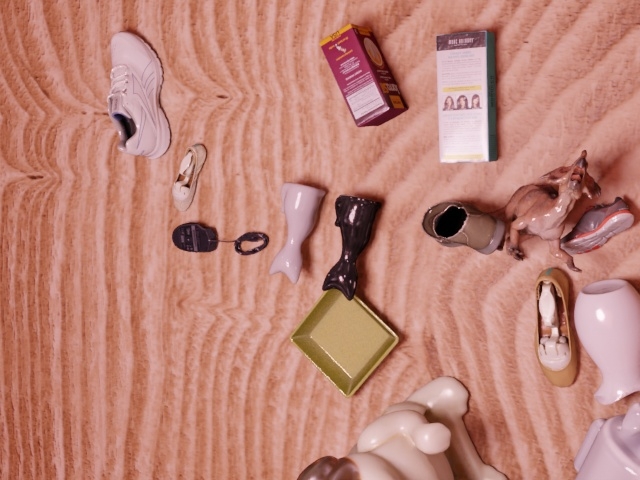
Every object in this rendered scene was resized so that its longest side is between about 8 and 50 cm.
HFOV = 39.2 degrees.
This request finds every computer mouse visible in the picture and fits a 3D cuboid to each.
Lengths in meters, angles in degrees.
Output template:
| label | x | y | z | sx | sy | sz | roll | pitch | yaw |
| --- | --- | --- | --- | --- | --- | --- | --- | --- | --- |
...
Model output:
| label | x | y | z | sx | sy | sz | roll | pitch | yaw |
| --- | --- | --- | --- | --- | --- | --- | --- | --- | --- |
| computer mouse | -0.226 | -0.005 | 2.033 | 0.242 | 0.041 | 0.071 | 5 | 108 | 20 |

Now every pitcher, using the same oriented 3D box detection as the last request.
| label | x | y | z | sx | sy | sz | roll | pitch | yaw |
| --- | --- | --- | --- | --- | --- | --- | --- | --- | --- |
| pitcher | 0.555 | 0.172 | 1.611 | 0.177 | 0.125 | 0.207 | -15 | 100 | 8 |

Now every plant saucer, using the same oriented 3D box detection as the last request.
| label | x | y | z | sx | sy | sz | roll | pitch | yaw |
| --- | --- | --- | --- | --- | --- | --- | --- | --- | --- |
| plant saucer | 0.055 | 0.203 | 1.904 | 0.188 | 0.045 | 0.188 | 44 | 114 | 16 |

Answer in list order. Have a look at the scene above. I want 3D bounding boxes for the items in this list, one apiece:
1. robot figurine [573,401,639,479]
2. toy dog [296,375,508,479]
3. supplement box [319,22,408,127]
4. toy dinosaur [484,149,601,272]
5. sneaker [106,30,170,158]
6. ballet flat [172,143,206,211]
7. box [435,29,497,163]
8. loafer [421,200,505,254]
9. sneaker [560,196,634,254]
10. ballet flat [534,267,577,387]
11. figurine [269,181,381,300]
| label | x | y | z | sx | sy | sz | roll | pitch | yaw |
| --- | --- | --- | --- | --- | --- | --- | --- | --- | --- |
| robot figurine | 0.549 | 0.450 | 1.578 | 0.300 | 0.200 | 0.353 | -117 | 38 | -56 |
| toy dog | 0.116 | 0.459 | 1.701 | 0.395 | 0.408 | 0.284 | -17 | 88 | 28 |
| supplement box | 0.086 | -0.325 | 1.785 | 0.081 | 0.104 | 0.188 | -27 | 85 | 27 |
| toy dinosaur | 0.399 | -0.063 | 1.638 | 0.295 | 0.127 | 0.200 | 12 | 84 | 63 |
| sneaker | -0.425 | -0.332 | 2.037 | 0.111 | 0.129 | 0.297 | -15 | 89 | 30 |
| ballet flat | -0.309 | -0.143 | 2.044 | 0.057 | 0.052 | 0.168 | 27 | 108 | 22 |
| box | 0.279 | -0.271 | 1.716 | 0.100 | 0.060 | 0.244 | 1 | 97 | 27 |
| loafer | 0.250 | -0.038 | 1.681 | 0.087 | 0.251 | 0.094 | 26 | 86 | -21 |
| sneaker | 0.498 | -0.027 | 1.649 | 0.158 | 0.061 | 0.065 | -31 | 52 | 32 |
| ballet flat | 0.432 | 0.169 | 1.688 | 0.080 | 0.073 | 0.232 | -6 | 94 | 28 |
| figurine | 0.000 | 0.000 | 1.861 | 0.215 | 0.092 | 0.209 | 14 | 92 | 26 |
